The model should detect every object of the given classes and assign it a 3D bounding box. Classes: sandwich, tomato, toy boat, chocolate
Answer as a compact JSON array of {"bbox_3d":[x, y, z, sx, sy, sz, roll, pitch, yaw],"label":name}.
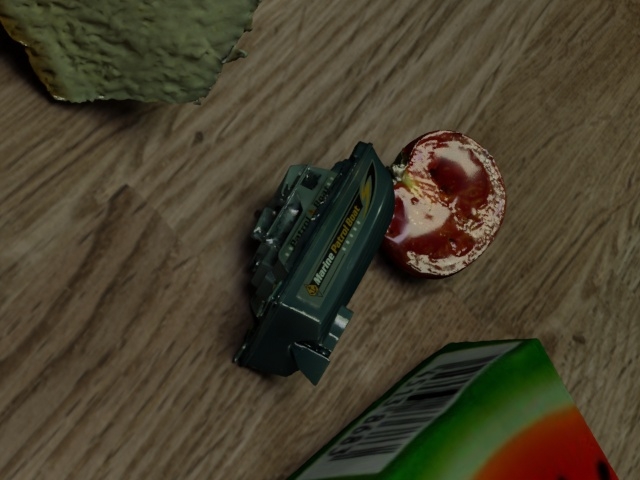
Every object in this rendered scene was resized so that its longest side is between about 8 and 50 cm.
[{"bbox_3d":[-0.178,-0.268,1.551,0.325,0.262,0.131,53,28,-38],"label":"sandwich"},{"bbox_3d":[0.116,-0.035,1.854,0.139,0.091,0.159,33,75,-14],"label":"tomato"},{"bbox_3d":[-0.003,-0.001,1.704,0.122,0.114,0.296,28,47,-3],"label":"toy boat"},{"bbox_3d":[0.156,0.298,1.648,0.360,0.161,0.341,-35,97,-48],"label":"chocolate"}]
